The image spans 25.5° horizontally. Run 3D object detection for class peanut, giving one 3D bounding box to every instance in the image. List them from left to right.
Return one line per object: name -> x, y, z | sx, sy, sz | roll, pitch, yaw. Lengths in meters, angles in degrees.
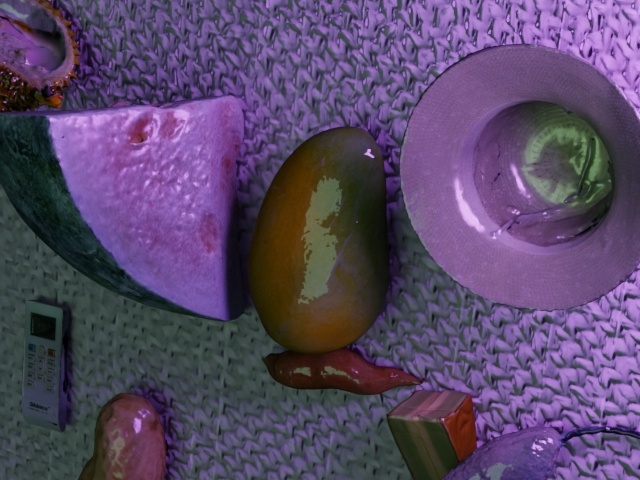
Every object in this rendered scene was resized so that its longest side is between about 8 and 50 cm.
peanut -> -0.246, 0.291, 1.733 | 0.108, 0.095, 0.226 | 24, 113, 26

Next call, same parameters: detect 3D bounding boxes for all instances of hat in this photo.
hat -> 0.217, -0.068, 1.348 | 0.257, 0.130, 0.257 | 9, 107, 29

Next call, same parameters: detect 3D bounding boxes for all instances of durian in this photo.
durian -> -0.381, -0.192, 1.648 | 0.237, 0.193, 0.137 | 40, 142, 28

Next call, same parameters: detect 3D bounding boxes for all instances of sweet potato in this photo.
sweet potato -> 0.025, 0.145, 1.567 | 0.195, 0.056, 0.056 | 7, 107, 22

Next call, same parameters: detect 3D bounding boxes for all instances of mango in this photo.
mango -> 0.000, 0.000, 1.502 | 0.156, 0.114, 0.251 | 17, 112, 33

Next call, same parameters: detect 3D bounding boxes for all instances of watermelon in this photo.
watermelon -> -0.187, -0.070, 1.546 | 0.228, 0.387, 0.258 | 26, 74, 47

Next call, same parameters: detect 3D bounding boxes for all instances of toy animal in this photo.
toy animal -> 0.239, 0.225, 1.451 | 0.253, 0.070, 0.079 | -17, 120, 12

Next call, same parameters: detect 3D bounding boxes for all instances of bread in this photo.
bread -> 0.123, 0.238, 1.513 | 0.074, 0.084, 0.139 | 2, 105, 28

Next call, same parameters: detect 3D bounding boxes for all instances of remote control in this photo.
remote control -> -0.348, 0.159, 1.797 | 0.065, 0.029, 0.166 | 11, 104, 29
